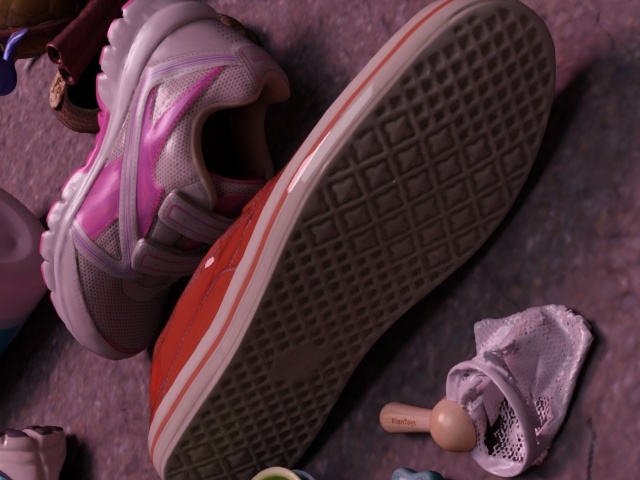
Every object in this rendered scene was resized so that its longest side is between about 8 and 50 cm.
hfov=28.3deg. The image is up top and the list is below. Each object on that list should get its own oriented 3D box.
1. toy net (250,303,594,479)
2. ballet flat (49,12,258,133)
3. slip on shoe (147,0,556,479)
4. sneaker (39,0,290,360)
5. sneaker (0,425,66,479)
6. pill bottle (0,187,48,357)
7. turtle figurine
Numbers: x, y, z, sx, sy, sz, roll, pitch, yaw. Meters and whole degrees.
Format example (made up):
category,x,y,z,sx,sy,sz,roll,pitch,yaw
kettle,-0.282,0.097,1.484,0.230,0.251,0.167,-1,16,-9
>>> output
category,x,y,z,sx,sy,sz,roll,pitch,yaw
toy net,0.047,0.122,0.622,0.232,0.045,0.122,-48,44,27
ballet flat,-0.140,-0.128,0.936,0.250,0.058,0.084,1,76,51
slip on shoe,0.000,0.000,0.677,0.331,0.123,0.101,-55,37,27
sneaker,-0.095,-0.027,0.806,0.111,0.103,0.252,29,115,27
sneaker,-0.286,0.212,0.951,0.275,0.107,0.110,-23,69,44
pill bottle,-0.335,0.079,1.021,0.264,0.146,0.146,-51,43,24
turtle figurine,-0.224,-0.253,0.964,0.266,0.198,0.275,-50,27,5
